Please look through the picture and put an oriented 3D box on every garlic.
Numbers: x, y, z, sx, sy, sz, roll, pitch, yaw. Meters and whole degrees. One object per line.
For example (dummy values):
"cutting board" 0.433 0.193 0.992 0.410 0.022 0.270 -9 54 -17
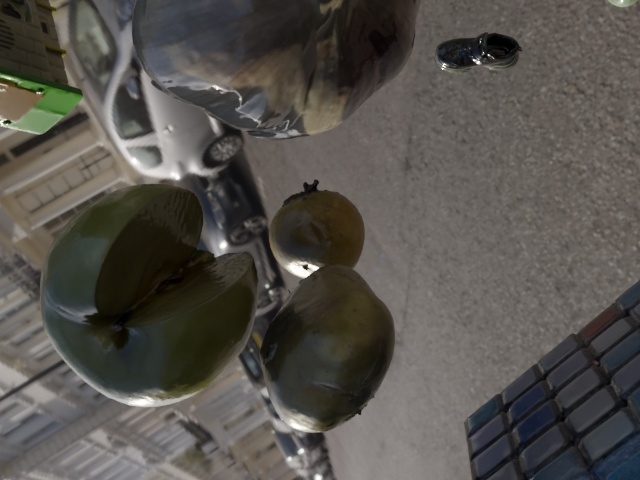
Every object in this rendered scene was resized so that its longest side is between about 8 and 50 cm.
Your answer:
"garlic" -0.032 -0.253 0.720 0.241 0.322 0.322 28 155 29

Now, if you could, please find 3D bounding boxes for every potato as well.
"potato" 0.003 0.126 0.949 0.141 0.192 0.296 26 -171 -6

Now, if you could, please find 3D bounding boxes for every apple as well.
"apple" -0.223 0.068 1.007 0.292 0.292 0.254 60 -153 -10

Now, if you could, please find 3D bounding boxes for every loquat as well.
"loquat" 0.000 0.000 1.315 0.205 0.172 0.149 63 -152 -17

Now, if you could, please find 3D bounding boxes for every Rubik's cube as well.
"Rubik's cube" 0.337 0.242 0.708 0.287 0.292 0.293 48 -171 -1

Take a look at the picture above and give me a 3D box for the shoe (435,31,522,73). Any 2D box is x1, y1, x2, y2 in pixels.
"shoe" 0.310 -0.371 1.446 0.099 0.169 0.071 98 171 -85

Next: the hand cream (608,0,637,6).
"hand cream" 0.678 -0.557 1.433 0.093 0.305 0.147 55 175 20

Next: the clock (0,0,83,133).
"clock" -0.454 -0.290 0.979 0.219 0.106 0.255 9 -123 -53
